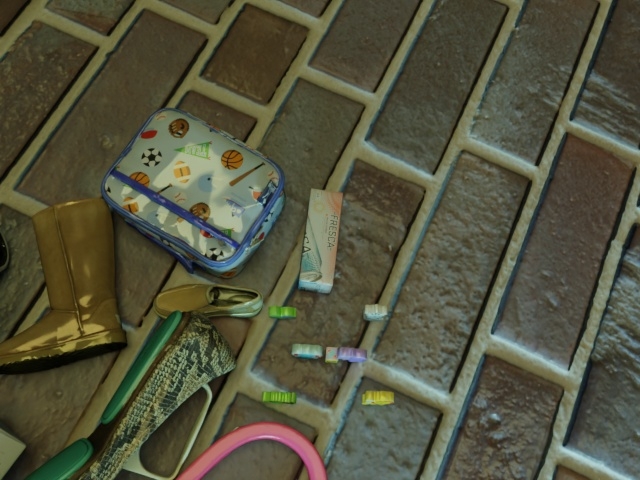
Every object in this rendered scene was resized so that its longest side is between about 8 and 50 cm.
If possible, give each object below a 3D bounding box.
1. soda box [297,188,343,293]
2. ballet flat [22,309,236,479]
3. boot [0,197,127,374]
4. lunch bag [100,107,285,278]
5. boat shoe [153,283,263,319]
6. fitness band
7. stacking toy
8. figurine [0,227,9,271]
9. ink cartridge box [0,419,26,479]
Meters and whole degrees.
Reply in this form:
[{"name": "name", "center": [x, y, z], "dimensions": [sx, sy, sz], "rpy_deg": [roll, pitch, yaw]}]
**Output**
[{"name": "soda box", "center": [0.000, 0.000, 1.219], "dimensions": [0.062, 0.058, 0.183], "rpy_deg": [7, 68, -2]}, {"name": "ballet flat", "center": [-0.306, 0.328, 1.029], "dimensions": [0.182, 0.164, 0.483], "rpy_deg": [47, 69, -14]}, {"name": "boot", "center": [-0.458, 0.076, 1.141], "dimensions": [0.236, 0.089, 0.270], "rpy_deg": [-11, 69, -17]}, {"name": "lunch bag", "center": [-0.221, -0.079, 1.204], "dimensions": [0.303, 0.115, 0.243], "rpy_deg": [30, 72, 8]}, {"name": "boat shoe", "center": [-0.194, 0.099, 1.156], "dimensions": [0.189, 0.072, 0.068], "rpy_deg": [-5, 69, -6]}, {"name": "fitness band", "center": [-0.122, 0.418, 1.049], "dimensions": [0.291, 0.054, 0.209], "rpy_deg": [-41, 77, -16]}, {"name": "stacking toy", "center": [0.014, 0.194, 1.148], "dimensions": [0.221, 0.052, 0.167], "rpy_deg": [2, 68, -3]}, {"name": "figurine", "center": [-0.650, 0.064, 1.090], "dimensions": [0.209, 0.092, 0.215], "rpy_deg": [-5, 35, 1]}, {"name": "ink cartridge box", "center": [-0.554, 0.346, 0.987], "dimensions": [0.148, 0.086, 0.203], "rpy_deg": [14, 61, 44]}]
